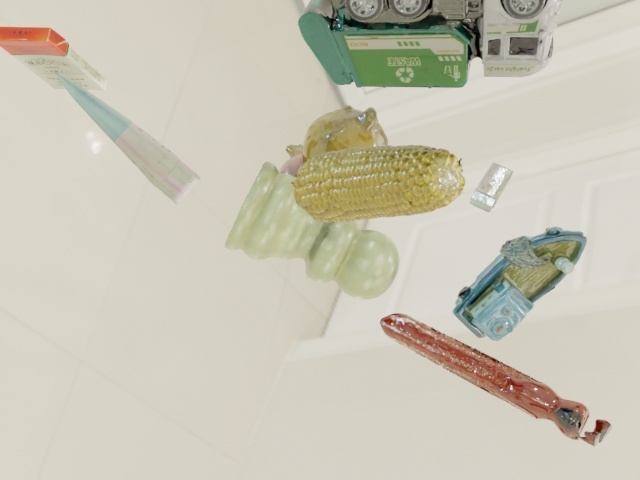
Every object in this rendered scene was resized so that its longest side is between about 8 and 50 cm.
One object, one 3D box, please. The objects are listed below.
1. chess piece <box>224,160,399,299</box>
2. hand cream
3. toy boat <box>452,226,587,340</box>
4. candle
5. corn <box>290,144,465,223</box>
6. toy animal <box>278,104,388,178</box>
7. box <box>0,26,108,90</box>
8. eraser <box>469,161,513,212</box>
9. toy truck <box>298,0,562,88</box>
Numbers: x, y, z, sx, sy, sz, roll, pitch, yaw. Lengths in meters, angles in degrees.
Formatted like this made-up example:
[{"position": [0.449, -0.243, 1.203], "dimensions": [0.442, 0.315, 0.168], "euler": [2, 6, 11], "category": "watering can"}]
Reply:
[{"position": [0.000, 0.000, 1.289], "dimensions": [0.251, 0.144, 0.144], "euler": [26, 45, -1], "category": "chess piece"}, {"position": [-0.356, -0.189, 1.546], "dimensions": [0.312, 0.070, 0.111], "euler": [40, -1, -8], "category": "hand cream"}, {"position": [0.322, 0.065, 1.363], "dimensions": [0.109, 0.238, 0.098], "euler": [43, 11, -21], "category": "toy boat"}, {"position": [0.214, 0.171, 1.118], "dimensions": [0.048, 0.329, 0.051], "euler": [-47, 146, -28], "category": "candle"}, {"position": [0.062, -0.068, 1.027], "dimensions": [0.091, 0.260, 0.091], "euler": [2, 88, -39], "category": "corn"}, {"position": [0.016, -0.126, 1.487], "dimensions": [0.169, 0.281, 0.195], "euler": [-7, 57, -53], "category": "toy animal"}, {"position": [-0.571, -0.385, 1.834], "dimensions": [0.245, 0.139, 0.035], "euler": [46, 51, -68], "category": "box"}, {"position": [0.268, -0.084, 1.350], "dimensions": [0.083, 0.038, 0.019], "euler": [-55, 165, -29], "category": "eraser"}, {"position": [0.109, -0.223, 0.860], "dimensions": [0.114, 0.253, 0.124], "euler": [-70, 160, -51], "category": "toy truck"}]
